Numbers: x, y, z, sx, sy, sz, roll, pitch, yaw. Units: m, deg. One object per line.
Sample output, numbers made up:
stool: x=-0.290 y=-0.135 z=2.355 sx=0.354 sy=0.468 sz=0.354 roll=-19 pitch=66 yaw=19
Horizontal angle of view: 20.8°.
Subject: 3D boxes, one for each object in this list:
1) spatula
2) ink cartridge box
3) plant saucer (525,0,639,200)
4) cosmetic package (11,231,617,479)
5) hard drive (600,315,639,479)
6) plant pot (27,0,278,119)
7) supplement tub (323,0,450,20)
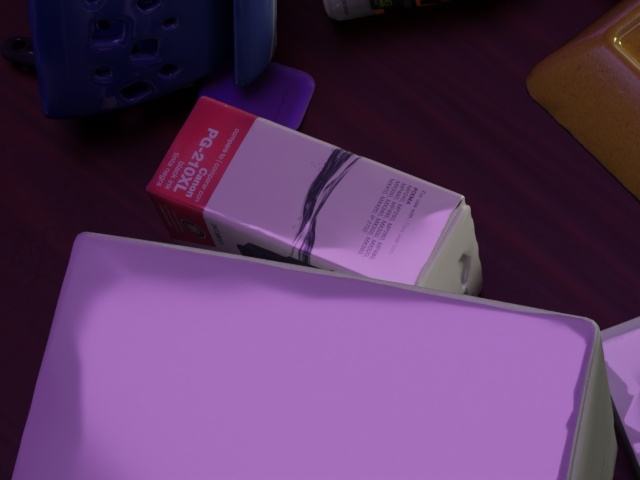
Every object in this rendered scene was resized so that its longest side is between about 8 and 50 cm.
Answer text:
spatula: x=-0.155 y=-0.148 z=1.579 sx=0.296 sy=0.030 sz=0.084 roll=11 pitch=61 yaw=16
ink cartridge box: x=0.000 y=0.000 z=1.401 sx=0.237 sy=0.172 sz=0.100 roll=22 pitch=70 yaw=19
plant saucer: x=0.396 y=-0.144 z=1.455 sx=0.333 sy=0.081 sz=0.333 roll=-37 pitch=63 yaw=-9
cosmetic package: x=0.006 y=0.224 z=1.146 sx=0.329 sy=0.394 sz=0.327 roll=10 pitch=76 yaw=13
hard drive: x=0.382 y=0.115 z=1.328 sx=0.307 sy=0.040 sz=0.203 roll=-20 pitch=78 yaw=-1
plant pot: x=-0.148 y=-0.266 z=1.510 sx=0.212 sy=0.236 sz=0.236 roll=-4 pitch=50 yaw=-4
supplement tub: x=0.090 y=-0.267 z=1.547 sx=0.190 sy=0.117 sz=0.117 roll=-9 pitch=63 yaw=6
